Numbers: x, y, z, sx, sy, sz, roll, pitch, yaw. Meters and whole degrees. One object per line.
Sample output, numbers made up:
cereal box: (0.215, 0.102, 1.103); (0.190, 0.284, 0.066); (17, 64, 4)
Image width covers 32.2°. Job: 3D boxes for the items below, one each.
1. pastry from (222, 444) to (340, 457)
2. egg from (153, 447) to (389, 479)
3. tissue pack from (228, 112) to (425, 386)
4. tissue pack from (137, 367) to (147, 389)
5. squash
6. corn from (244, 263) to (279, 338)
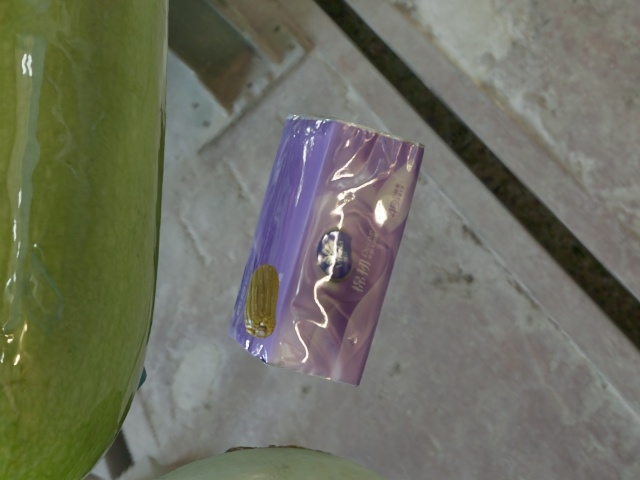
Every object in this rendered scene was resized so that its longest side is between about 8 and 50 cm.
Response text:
pastry: (-0.043, 0.292, 1.268); (0.192, 0.182, 0.093); (-161, 80, -84)
egg: (-0.043, 0.193, 0.452); (0.253, 0.187, 0.186); (-44, 41, 21)
tissue pack: (0.000, 0.000, 1.509); (0.242, 0.160, 0.338); (-163, 88, -71)
tissue pack: (-0.218, 0.082, 0.878); (0.082, 0.169, 0.120); (16, 50, 27)
squash: (-0.115, -0.084, 0.426); (0.118, 0.118, 0.370); (-10, 72, 37)
corn: (-0.063, 0.065, 1.214); (0.037, 0.037, 0.092); (-24, 37, 28)
